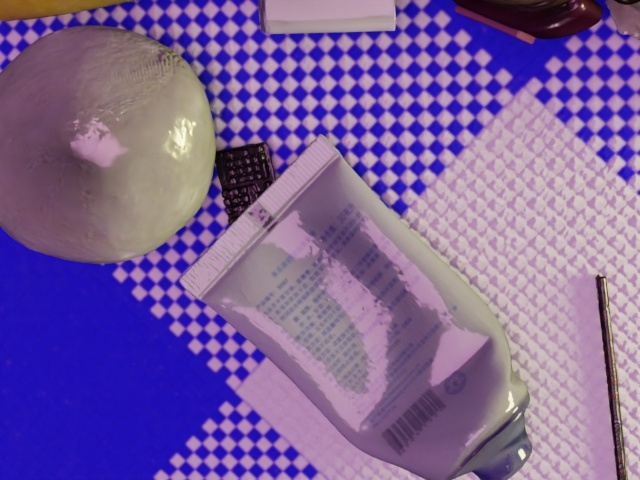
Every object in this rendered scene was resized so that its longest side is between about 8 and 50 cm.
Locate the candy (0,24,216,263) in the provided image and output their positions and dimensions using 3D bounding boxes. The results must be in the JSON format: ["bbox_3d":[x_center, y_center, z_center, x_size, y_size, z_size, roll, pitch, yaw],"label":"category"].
[{"bbox_3d":[-0.256,-0.104,1.581,0.295,0.185,0.295,2,105,7],"label":"candy"}]

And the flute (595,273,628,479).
[{"bbox_3d":[0.331,0.170,1.601,0.014,0.014,0.270,-6,100,12],"label":"flute"}]

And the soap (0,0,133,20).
[{"bbox_3d":[-0.318,-0.403,1.572,0.427,0.115,0.306,-4,103,12],"label":"soap"}]

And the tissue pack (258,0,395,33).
[{"bbox_3d":[-0.001,-0.342,1.481,0.136,0.159,0.246,-3,101,-5],"label":"tissue pack"}]

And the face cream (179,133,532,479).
[{"bbox_3d":[0.068,0.108,1.583,0.420,0.137,0.235,44,94,3],"label":"face cream"}]

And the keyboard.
[{"bbox_3d":[-0.069,0.003,1.639,0.072,0.023,0.231,-9,99,24],"label":"keyboard"}]

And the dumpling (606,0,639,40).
[{"bbox_3d":[0.360,-0.303,1.463,0.155,0.111,0.181,22,82,25],"label":"dumpling"}]

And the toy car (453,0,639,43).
[{"bbox_3d":[0.205,-0.375,1.368,0.271,0.240,0.341,28,102,34],"label":"toy car"}]
